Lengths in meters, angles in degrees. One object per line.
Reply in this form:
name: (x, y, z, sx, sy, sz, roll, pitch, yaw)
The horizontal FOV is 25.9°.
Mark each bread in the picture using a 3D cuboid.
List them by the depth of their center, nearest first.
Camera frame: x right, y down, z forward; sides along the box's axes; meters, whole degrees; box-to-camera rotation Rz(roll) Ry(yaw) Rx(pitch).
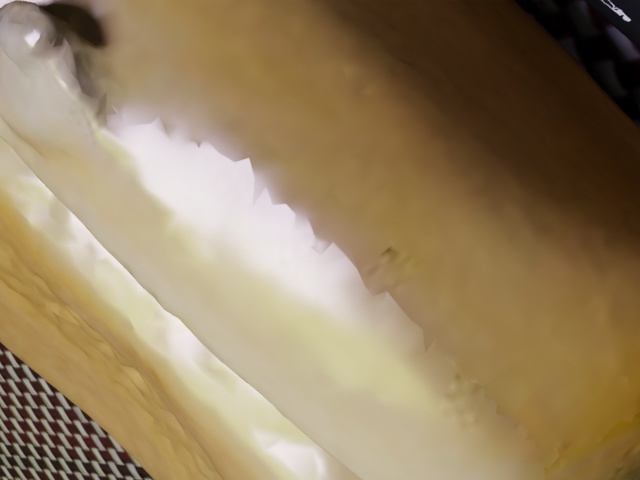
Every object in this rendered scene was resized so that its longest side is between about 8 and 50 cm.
bread: (0.000, 0.000, 0.641, 0.376, 0.253, 0.348, 44, 150, 10)

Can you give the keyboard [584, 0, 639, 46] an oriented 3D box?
keyboard: (0.168, -0.205, 0.461, 0.103, 0.041, 0.381, 43, 151, 7)
